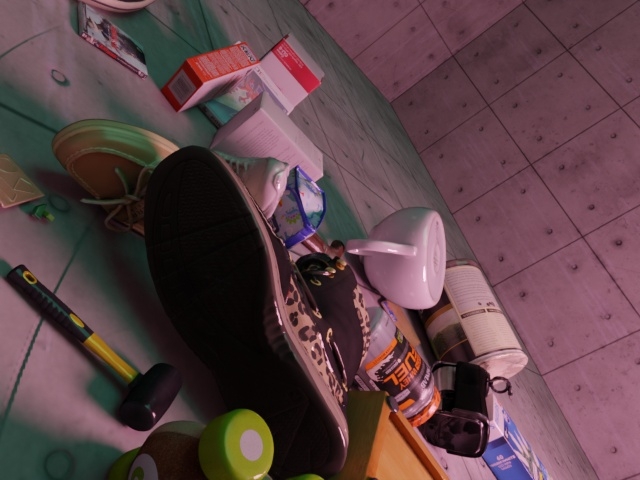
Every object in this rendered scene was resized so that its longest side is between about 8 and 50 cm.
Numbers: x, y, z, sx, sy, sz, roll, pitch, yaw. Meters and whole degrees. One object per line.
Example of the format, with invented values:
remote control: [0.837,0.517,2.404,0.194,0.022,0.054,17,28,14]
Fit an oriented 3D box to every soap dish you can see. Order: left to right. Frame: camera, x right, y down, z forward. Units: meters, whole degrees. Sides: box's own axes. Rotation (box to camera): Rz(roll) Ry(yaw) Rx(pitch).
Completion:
soap dish: [0.094,0.349,0.631,0.291,0.118,0.229,55,21,-4]

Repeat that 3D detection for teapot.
teapot: [0.178,0.039,1.191,0.252,0.187,0.256,-59,142,-48]

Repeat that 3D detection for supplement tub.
supplement tub: [0.111,0.216,0.866,0.190,0.117,0.117,51,21,-11]

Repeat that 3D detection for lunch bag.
lunch bag: [-0.063,-0.031,0.835,0.096,0.128,0.151,42,27,-30]

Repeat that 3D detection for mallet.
mallet: [-0.210,0.099,0.466,0.189,0.039,0.062,44,26,-17]

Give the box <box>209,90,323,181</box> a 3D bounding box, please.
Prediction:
box: [-0.096,-0.163,0.954,0.170,0.130,0.091,45,24,-27]

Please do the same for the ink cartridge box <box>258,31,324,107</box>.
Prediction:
ink cartridge box: [-0.099,-0.365,1.185,0.127,0.176,0.128,46,22,-19]

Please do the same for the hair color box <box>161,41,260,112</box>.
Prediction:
hair color box: [-0.194,-0.296,0.923,0.053,0.093,0.167,55,40,-7]

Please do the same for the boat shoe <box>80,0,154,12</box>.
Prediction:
boat shoe: [-0.380,-0.488,0.790,0.187,0.156,0.500,54,20,0]

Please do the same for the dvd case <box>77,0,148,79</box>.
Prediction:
dvd case: [-0.336,-0.324,0.835,0.119,0.013,0.087,29,34,-48]

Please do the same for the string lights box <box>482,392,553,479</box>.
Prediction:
string lights box: [0.450,0.513,1.218,0.260,0.076,0.133,56,22,0]

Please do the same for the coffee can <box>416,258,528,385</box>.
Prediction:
coffee can: [0.365,0.213,1.299,0.201,0.201,0.275,33,31,-46]

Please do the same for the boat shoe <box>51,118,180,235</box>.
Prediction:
boat shoe: [-0.185,-0.042,0.622,0.285,0.104,0.089,34,35,-51]

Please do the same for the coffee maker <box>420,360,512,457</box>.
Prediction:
coffee maker: [0.294,0.328,1.024,0.178,0.171,0.120,-55,126,-66]

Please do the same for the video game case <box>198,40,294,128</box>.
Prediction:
video game case: [-0.158,-0.290,1.049,0.183,0.023,0.201,48,47,-20]

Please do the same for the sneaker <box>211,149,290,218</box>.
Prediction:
sneaker: [-0.128,-0.088,0.754,0.115,0.090,0.232,25,-11,-27]

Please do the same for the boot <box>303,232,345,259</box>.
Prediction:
boot: [0.000,0.000,1.063,0.114,0.037,0.106,41,23,-22]

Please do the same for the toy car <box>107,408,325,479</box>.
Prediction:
toy car: [-0.100,0.239,0.354,0.149,0.155,0.188,50,34,-16]

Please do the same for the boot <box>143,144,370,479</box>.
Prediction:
boot: [-0.049,0.063,0.649,0.378,0.138,0.284,62,17,-2]

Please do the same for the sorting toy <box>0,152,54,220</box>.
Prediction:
sorting toy: [-0.302,-0.048,0.504,0.083,0.012,0.062,50,17,-5]

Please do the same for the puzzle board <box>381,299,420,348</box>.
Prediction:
puzzle board: [0.188,0.196,1.209,0.128,0.011,0.096,60,22,12]
